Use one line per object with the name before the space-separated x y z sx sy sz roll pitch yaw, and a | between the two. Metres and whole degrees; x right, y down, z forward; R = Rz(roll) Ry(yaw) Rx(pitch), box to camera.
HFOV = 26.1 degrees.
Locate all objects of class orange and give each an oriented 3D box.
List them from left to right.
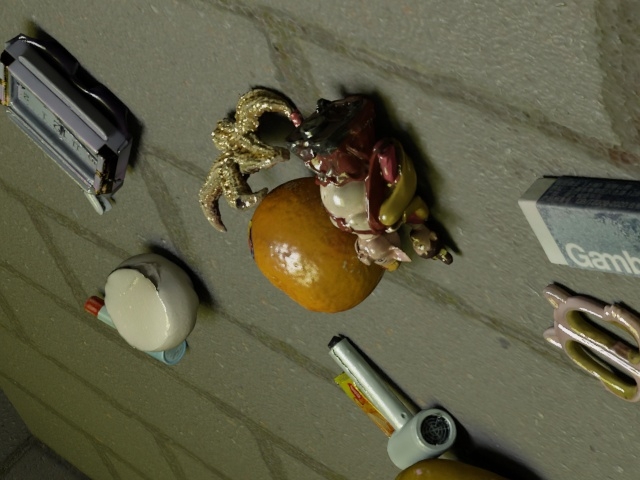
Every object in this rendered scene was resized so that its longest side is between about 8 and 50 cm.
orange | -0.001 0.003 1.700 0.177 0.155 0.177 45 162 19

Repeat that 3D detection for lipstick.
lipstick | -0.370 0.166 2.689 0.274 0.061 0.068 24 151 40

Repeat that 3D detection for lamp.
lamp | 0.060 -0.045 1.574 0.118 0.118 0.253 13 140 51

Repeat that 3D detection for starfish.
starfish | -0.104 -0.100 1.743 0.071 0.216 0.238 21 -162 -17

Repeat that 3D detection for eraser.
eraser | 0.291 -0.010 1.331 0.212 0.046 0.092 8 137 54

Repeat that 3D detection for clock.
clock | -0.382 -0.188 2.103 0.253 0.083 0.186 44 157 5

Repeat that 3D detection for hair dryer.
hair dryer | 0.098 0.227 2.039 0.236 0.073 0.131 51 156 9

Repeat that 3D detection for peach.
peach | 0.213 0.402 1.980 0.251 0.153 0.251 29 157 14

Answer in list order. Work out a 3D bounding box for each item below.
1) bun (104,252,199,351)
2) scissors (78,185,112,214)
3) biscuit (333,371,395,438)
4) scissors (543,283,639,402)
bun | -0.276 0.101 2.355 0.172 0.120 0.173 18 119 34
scissors | -0.426 -0.146 2.310 0.242 0.030 0.118 56 155 -15
biscuit | 0.132 0.310 2.147 0.292 0.026 0.048 46 137 -3
scissors | 0.373 0.151 1.490 0.317 0.024 0.160 32 151 29
